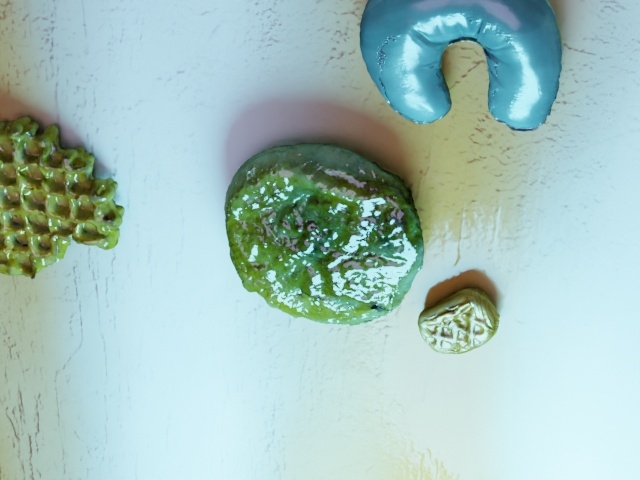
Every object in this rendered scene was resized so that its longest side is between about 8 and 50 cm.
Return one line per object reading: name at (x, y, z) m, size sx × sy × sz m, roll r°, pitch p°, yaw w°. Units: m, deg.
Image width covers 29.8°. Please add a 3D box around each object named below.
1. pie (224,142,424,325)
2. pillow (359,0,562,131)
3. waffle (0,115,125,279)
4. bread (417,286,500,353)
pie at (0.000, 0.000, 1.540) m, size 0.277 × 0.078 × 0.277 m, roll 8°, pitch 120°, yaw 14°
pillow at (0.157, -0.219, 1.367) m, size 0.233 × 0.086 × 0.214 m, roll 3°, pitch 125°, yaw 16°
waffle at (-0.397, -0.043, 1.644) m, size 0.249 × 0.056 × 0.253 m, roll 35°, pitch 120°, yaw -5°
bread at (0.181, 0.107, 1.570) m, size 0.110 × 0.044 × 0.083 m, roll -29°, pitch 111°, yaw 30°
